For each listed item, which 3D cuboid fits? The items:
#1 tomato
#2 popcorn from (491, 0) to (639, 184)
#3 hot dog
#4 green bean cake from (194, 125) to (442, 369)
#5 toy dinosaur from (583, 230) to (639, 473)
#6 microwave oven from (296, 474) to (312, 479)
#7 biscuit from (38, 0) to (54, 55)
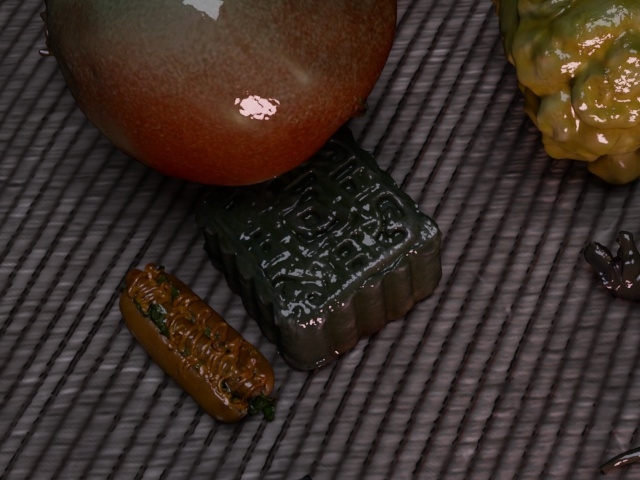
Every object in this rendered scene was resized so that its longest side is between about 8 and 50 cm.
[{"bbox_3d":[-0.092,-0.203,1.157,0.304,0.239,0.303,-18,56,30],"label":"tomato"},{"bbox_3d":[0.276,-0.193,1.228,0.235,0.241,0.250,2,65,1],"label":"popcorn"},{"bbox_3d":[-0.111,0.091,1.193,0.072,0.055,0.188,-41,66,-19],"label":"hot dog"},{"bbox_3d":[0.000,0.000,1.215,0.173,0.094,0.181,-32,64,-13],"label":"green bean cake"},{"bbox_3d":[0.287,0.094,1.194,0.179,0.087,0.187,-49,46,18],"label":"toy dinosaur"},{"bbox_3d":[-0.019,0.357,0.972,0.238,0.181,0.295,-29,63,-11],"label":"microwave oven"},{"bbox_3d":[-0.243,-0.334,1.400,0.268,0.115,0.366,-34,66,-15],"label":"biscuit"}]
